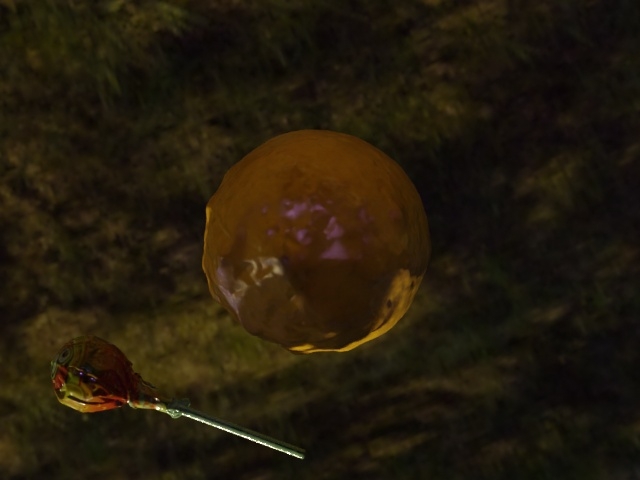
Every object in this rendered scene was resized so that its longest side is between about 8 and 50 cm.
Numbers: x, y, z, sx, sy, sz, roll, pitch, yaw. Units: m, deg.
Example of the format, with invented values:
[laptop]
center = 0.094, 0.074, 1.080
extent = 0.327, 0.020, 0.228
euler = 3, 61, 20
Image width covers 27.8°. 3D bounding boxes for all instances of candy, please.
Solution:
[candy]
center = -0.104, 0.124, 0.958
extent = 0.201, 0.060, 0.060
euler = 21, 151, -4

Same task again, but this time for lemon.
[lemon]
center = 0.000, 0.000, 0.660
extent = 0.114, 0.114, 0.155
euler = -29, -179, 17
